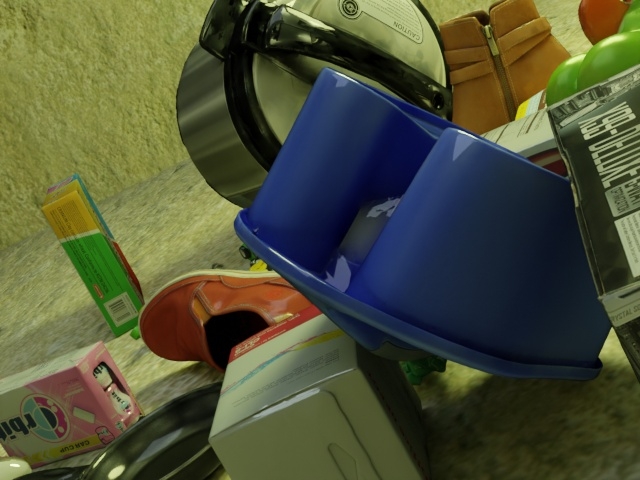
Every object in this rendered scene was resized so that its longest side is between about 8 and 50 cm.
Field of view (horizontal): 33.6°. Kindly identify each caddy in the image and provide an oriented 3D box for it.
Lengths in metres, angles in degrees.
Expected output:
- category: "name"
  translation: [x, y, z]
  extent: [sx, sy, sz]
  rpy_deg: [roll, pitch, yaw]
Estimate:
- category: "caddy"
  translation: [0.092, 0.009, 0.785]
  extent: [0.241, 0.179, 0.341]
  rpy_deg: [30, 10, 35]

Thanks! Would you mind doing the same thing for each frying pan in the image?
- category: "frying pan"
  translation: [-0.210, 0.240, 1.065]
  extent: [0.326, 0.053, 0.197]
  rpy_deg: [-30, 14, 3]

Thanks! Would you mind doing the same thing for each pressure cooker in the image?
- category: "pressure cooker"
  translation: [0.001, -0.225, 1.645]
  extent: [0.369, 0.376, 0.420]
  rpy_deg: [-22, 5, -23]

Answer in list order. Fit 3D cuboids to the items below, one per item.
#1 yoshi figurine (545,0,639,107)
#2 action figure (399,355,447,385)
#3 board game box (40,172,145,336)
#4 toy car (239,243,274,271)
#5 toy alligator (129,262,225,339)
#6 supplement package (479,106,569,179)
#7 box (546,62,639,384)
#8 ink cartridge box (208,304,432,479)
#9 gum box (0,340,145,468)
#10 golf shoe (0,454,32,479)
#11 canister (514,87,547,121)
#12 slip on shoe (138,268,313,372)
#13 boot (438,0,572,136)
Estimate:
- category: "yoshi figurine"
  translation: [0.321, -0.106, 0.738]
  extent: [0.362, 0.204, 0.203]
  rpy_deg: [-22, 53, -23]
- category: "action figure"
  translation: [0.072, 0.084, 1.005]
  extent: [0.137, 0.063, 0.232]
  rpy_deg: [-58, 16, -1]
- category: "board game box"
  translation: [-0.389, 0.015, 1.829]
  extent: [0.064, 0.242, 0.316]
  rpy_deg: [-29, 14, -7]
- category: "toy car"
  translation: [-0.047, 0.015, 1.550]
  extent: [0.239, 0.053, 0.225]
  rpy_deg: [-34, 14, -24]
- category: "toy alligator"
  translation: [-0.210, 0.101, 1.574]
  extent: [0.189, 0.056, 0.051]
  rpy_deg: [-39, -23, -36]
- category: "supplement package"
  translation: [0.217, -0.046, 1.065]
  extent: [0.244, 0.139, 0.134]
  rpy_deg: [-23, 14, 28]
- category: "box"
  translation: [0.200, 0.058, 0.514]
  extent: [0.076, 0.242, 0.307]
  rpy_deg: [-25, 13, 16]
- category: "ink cartridge box"
  translation: [0.003, 0.142, 0.834]
  extent: [0.127, 0.128, 0.176]
  rpy_deg: [-27, 13, 8]
- category: "gum box"
  translation: [-0.312, 0.202, 1.285]
  extent: [0.188, 0.107, 0.062]
  rpy_deg: [-21, 16, 28]
- category: "golf shoe"
  translation: [-0.393, 0.312, 1.170]
  extent: [0.186, 0.068, 0.086]
  rpy_deg: [-34, 43, -28]
- category: "canister"
  translation: [0.313, -0.152, 1.284]
  extent: [0.170, 0.073, 0.126]
  rpy_deg: [-33, 32, 49]
- category: "slip on shoe"
  translation: [-0.116, 0.103, 1.252]
  extent: [0.331, 0.123, 0.101]
  rpy_deg: [-8, 28, 44]
- category: "boot"
  translation: [0.204, -0.190, 1.433]
  extent: [0.283, 0.220, 0.109]
  rpy_deg: [-23, 15, 24]
